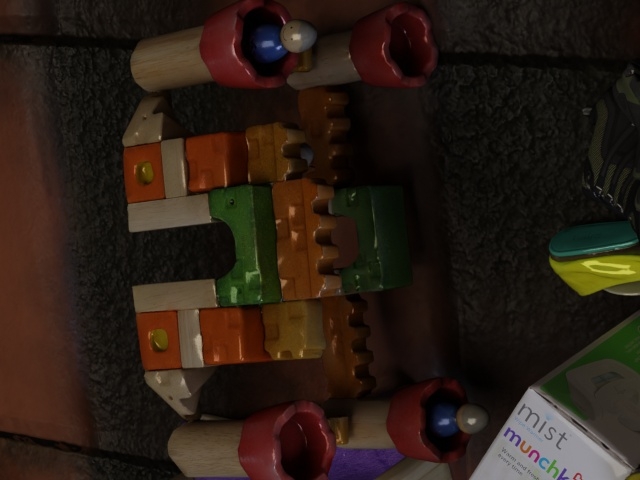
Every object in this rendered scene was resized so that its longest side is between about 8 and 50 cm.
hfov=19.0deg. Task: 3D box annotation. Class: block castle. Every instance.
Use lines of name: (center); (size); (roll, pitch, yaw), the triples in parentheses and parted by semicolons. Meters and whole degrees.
block castle: (0.000, 0.000, 1.814); (0.213, 0.303, 0.453); (-6, 89, 41)

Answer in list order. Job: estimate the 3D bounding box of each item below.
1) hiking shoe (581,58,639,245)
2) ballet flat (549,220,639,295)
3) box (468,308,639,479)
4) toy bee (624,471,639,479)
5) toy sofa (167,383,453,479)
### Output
hiking shoe: (0.296, -0.049, 1.747); (0.114, 0.086, 0.226); (-44, 40, 48)
ballet flat: (0.323, 0.013, 1.795); (0.231, 0.077, 0.077); (-10, 120, 38)
box: (0.247, 0.214, 1.781); (0.127, 0.262, 0.231); (39, 123, 18)
toy bee: (0.352, 0.266, 1.620); (0.298, 0.162, 0.195); (-8, 124, 26)
toy sofa: (-0.039, 0.277, 2.059); (0.363, 0.150, 0.177); (-11, 99, 35)
